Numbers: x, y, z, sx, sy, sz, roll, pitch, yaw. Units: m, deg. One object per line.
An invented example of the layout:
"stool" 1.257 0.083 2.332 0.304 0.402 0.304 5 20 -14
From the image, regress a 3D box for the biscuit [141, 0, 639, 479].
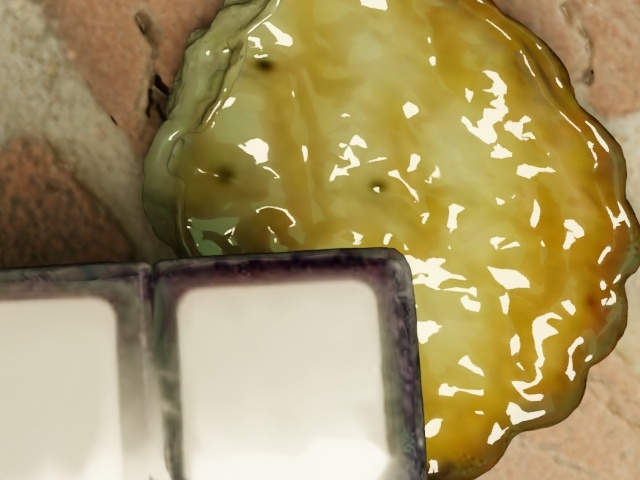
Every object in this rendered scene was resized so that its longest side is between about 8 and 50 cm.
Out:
"biscuit" 0.000 0.000 0.952 0.335 0.078 0.329 -40 89 -3

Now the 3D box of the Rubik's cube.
"Rubik's cube" -0.113 0.171 0.744 0.304 0.305 0.301 -3 85 -3
